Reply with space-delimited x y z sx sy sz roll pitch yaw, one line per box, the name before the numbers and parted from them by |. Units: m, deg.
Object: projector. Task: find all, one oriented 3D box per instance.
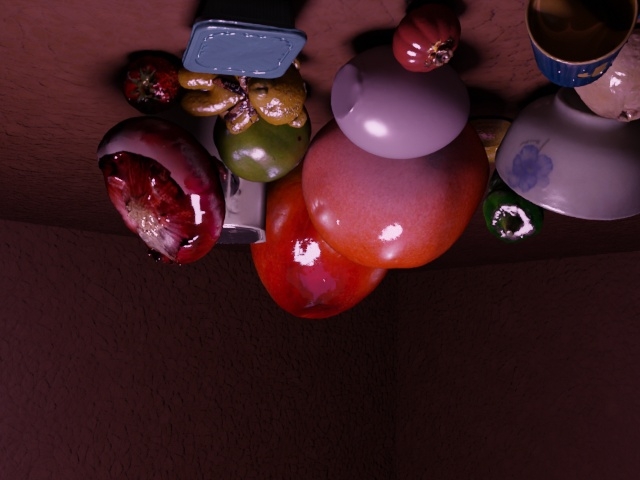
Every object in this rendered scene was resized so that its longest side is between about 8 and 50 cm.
projector | -0.232 -0.129 1.571 0.248 0.249 0.248 2 172 -3

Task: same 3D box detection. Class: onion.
onion | -0.253 -0.103 1.326 0.272 0.272 0.195 -9 -158 49

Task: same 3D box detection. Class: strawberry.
strawberry | -0.274 -0.258 1.270 0.106 0.106 0.106 1 171 0

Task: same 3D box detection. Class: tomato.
tomato | 0.137 -0.123 1.402 0.341 0.342 0.273 3 152 -10

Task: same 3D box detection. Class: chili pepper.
chili pepper | 0.368 -0.088 1.387 0.136 0.270 0.099 21 136 13

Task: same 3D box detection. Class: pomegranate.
pomegranate | -0.125 -0.210 1.354 0.225 0.187 0.187 37 153 -30

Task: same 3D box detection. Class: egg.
egg | 0.132 -0.216 1.199 0.231 0.176 0.176 -2 173 -27

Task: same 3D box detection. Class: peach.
peach | 0.000 0.000 1.856 0.387 0.389 0.388 1 171 0

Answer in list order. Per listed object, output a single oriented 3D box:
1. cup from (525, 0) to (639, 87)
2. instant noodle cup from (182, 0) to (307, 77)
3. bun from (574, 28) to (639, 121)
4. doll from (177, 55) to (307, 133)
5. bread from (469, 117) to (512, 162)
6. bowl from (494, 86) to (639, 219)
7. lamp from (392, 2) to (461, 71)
cup | 0.352 -0.280 0.988 0.176 0.131 0.155 -26 170 11
instant noodle cup | -0.111 -0.293 1.089 0.157 0.070 0.179 3 170 -17
bun | 0.468 -0.243 1.166 0.166 0.114 0.173 0 169 15
doll | -0.127 -0.237 1.227 0.209 0.137 0.097 -4 -164 3
bread | 0.362 -0.207 1.588 0.187 0.065 0.149 4 166 -5
bowl | 0.455 -0.178 1.315 0.289 0.289 0.146 2 129 -1
lamp | 0.148 -0.281 1.062 0.101 0.090 0.101 -29 155 -15
